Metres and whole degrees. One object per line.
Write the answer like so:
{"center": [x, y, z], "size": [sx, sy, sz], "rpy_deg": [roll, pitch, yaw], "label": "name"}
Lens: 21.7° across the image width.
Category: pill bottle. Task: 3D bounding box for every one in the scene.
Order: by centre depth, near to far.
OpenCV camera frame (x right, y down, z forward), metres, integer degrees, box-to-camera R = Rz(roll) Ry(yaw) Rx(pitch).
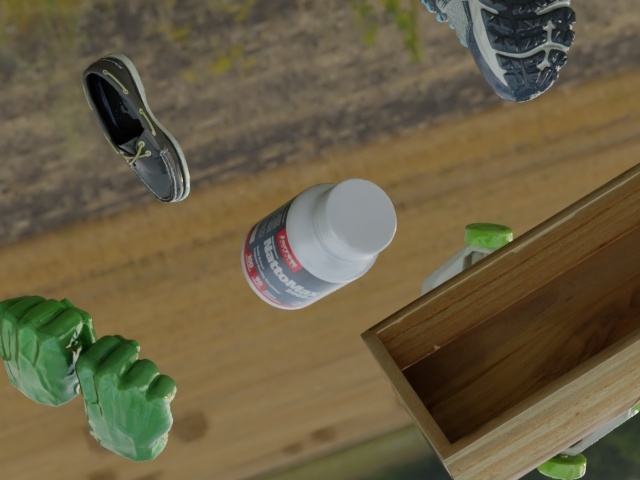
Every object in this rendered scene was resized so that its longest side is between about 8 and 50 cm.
{"center": [0.000, 0.000, 1.736], "size": [0.108, 0.108, 0.180], "rpy_deg": [-15, 171, -31], "label": "pill bottle"}

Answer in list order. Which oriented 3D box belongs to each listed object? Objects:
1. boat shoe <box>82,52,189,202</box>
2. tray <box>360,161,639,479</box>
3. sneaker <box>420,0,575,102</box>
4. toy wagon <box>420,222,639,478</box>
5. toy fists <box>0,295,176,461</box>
{"center": [-0.260, -0.146, 2.309], "size": [0.081, 0.227, 0.069], "rpy_deg": [-22, -169, 31], "label": "boat shoe"}
{"center": [0.258, 0.052, 1.489], "size": [0.411, 0.076, 0.203], "rpy_deg": [-32, -144, -2], "label": "tray"}
{"center": [0.145, -0.243, 1.554], "size": [0.110, 0.283, 0.122], "rpy_deg": [0, 154, -31], "label": "sneaker"}
{"center": [0.269, 0.130, 1.872], "size": [0.344, 0.267, 0.068], "rpy_deg": [11, -166, 28], "label": "toy wagon"}
{"center": [-0.296, 0.159, 2.096], "size": [0.096, 0.279, 0.142], "rpy_deg": [-44, 151, -31], "label": "toy fists"}
